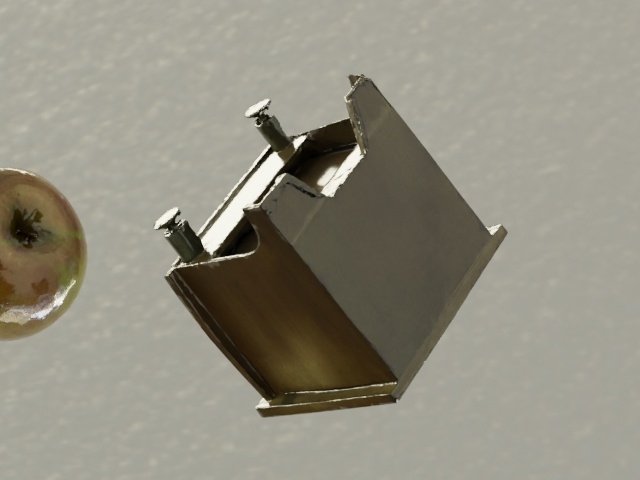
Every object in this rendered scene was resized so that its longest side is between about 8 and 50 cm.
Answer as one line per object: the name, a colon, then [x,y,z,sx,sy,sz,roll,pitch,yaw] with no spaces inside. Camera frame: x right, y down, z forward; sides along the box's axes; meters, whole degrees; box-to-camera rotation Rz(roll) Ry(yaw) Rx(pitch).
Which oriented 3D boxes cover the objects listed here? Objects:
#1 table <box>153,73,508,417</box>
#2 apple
table: [0.000,0.000,0.664,0.082,0.070,0.083,52,-127,-22]
apple: [-0.163,0.006,0.991,0.089,0.074,0.089,9,-110,-26]
